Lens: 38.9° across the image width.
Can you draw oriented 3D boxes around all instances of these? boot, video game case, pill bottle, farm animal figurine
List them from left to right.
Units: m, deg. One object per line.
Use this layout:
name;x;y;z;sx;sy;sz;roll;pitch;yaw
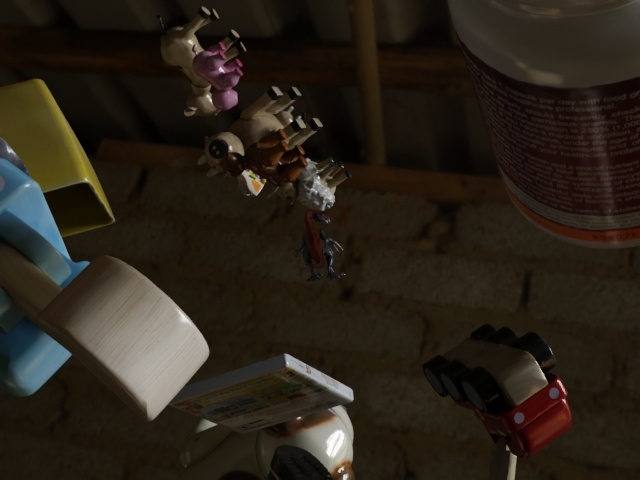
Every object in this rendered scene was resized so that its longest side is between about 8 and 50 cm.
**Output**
farm animal figurine;-0.134;-0.194;1.515;0.172;0.330;0.326;-36;-21;19
video game case;-0.094;0.250;1.450;0.227;0.026;0.206;-21;-33;24
boot;-0.014;0.333;0.978;0.076;0.137;0.198;14;15;-26
pill bottle;0.232;-0.173;0.756;0.224;0.224;0.392;4;-25;23

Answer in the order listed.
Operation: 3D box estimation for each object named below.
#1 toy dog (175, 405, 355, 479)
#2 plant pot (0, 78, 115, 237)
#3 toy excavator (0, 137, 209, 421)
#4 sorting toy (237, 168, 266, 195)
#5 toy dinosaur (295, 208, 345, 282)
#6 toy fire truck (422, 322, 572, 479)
toy dog;-0.108;0.435;1.799;0.408;0.285;0.395;-35;-8;35
plant pot;-0.443;-0.112;1.331;0.212;0.187;0.212;-15;-14;-7
toy excavator;-0.298;0.060;0.946;0.445;0.222;0.433;34;-25;13
sorting toy;-0.156;-0.130;1.861;0.075;0.045;0.083;41;-9;-15
toy dinosaur;0.000;0.000;0.913;0.047;0.082;0.090;-10;-19;-8
toy fire truck;0.258;0.265;1.257;0.246;0.158;0.217;60;-13;-7
